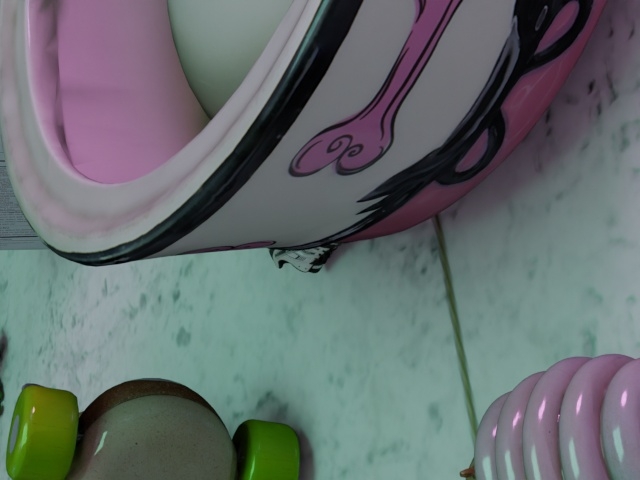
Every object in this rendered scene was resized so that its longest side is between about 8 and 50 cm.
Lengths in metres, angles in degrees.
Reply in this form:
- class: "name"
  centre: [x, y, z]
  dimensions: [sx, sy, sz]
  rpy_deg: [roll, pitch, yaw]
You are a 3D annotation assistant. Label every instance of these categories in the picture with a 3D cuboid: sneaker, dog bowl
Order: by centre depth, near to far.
- class: "dog bowl"
  centre: [-0.014, -0.177, 0.602]
  dimensions: [0.408, 0.150, 0.407]
  rpy_deg: [-24, 61, 53]
- class: "sneaker"
  centre: [0.000, 0.000, 0.695]
  dimensions: [0.083, 0.032, 0.036]
  rpy_deg: [0, 109, 53]

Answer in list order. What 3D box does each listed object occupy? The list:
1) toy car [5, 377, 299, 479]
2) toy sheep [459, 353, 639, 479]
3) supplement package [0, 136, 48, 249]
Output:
- class: "toy car"
  centre: [-0.120, 0.128, 0.753]
  dimensions: [0.188, 0.155, 0.148]
  rpy_deg: [-129, 54, -65]
- class: "toy sheep"
  centre: [0.106, 0.084, 0.456]
  dimensions: [0.132, 0.091, 0.091]
  rpy_deg: [-23, 63, 38]
- class: "supplement package"
  centre: [-0.282, -0.128, 1.017]
  dimensions: [0.203, 0.149, 0.194]
  rpy_deg: [-65, 36, 42]
